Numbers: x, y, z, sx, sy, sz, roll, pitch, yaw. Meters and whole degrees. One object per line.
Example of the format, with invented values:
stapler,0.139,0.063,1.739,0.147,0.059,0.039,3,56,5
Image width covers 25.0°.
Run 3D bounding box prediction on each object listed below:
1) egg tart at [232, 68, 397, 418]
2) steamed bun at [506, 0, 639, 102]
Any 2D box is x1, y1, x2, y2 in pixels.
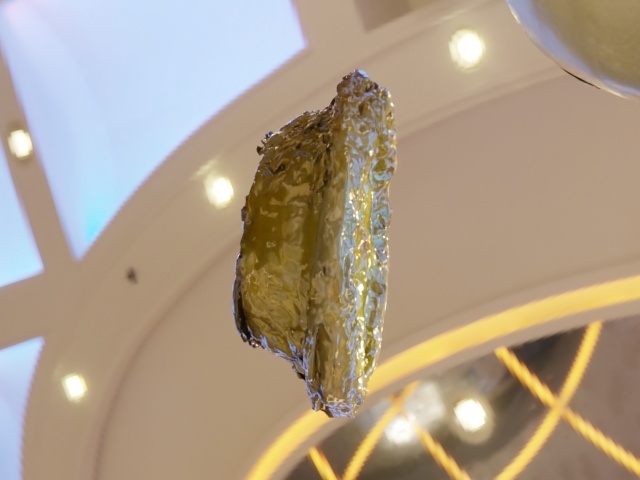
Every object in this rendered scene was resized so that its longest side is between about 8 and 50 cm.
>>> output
egg tart,0.000,0.000,0.789,0.074,0.191,0.191,7,-67,9
steamed bun,0.255,-0.219,1.013,0.334,0.312,0.233,29,-40,17
